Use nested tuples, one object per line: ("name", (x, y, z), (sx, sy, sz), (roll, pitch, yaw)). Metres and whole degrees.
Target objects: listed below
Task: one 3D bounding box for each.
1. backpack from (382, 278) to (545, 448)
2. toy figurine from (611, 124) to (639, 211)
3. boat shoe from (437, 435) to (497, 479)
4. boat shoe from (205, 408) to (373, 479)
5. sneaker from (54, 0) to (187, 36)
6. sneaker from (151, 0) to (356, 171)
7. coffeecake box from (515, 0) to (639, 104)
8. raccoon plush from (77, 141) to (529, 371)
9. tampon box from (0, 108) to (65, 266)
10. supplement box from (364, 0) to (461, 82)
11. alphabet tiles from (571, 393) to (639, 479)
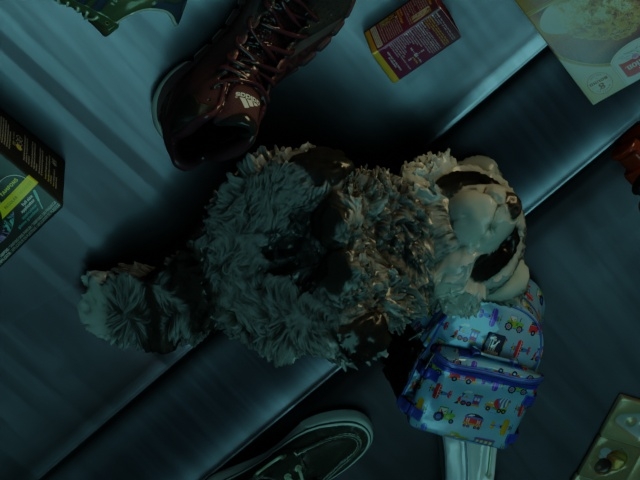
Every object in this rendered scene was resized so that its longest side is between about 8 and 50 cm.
("backpack", (0.169, 0.118, 1.936), (0.158, 0.117, 0.173), (19, 111, -17))
("toy figurine", (0.416, -0.078, 1.807), (0.209, 0.213, 0.148), (-43, 102, 10))
("boat shoe", (0.177, 0.301, 2.050), (0.075, 0.083, 0.226), (-6, 117, -3))
("boat shoe", (-0.035, 0.267, 2.014), (0.219, 0.070, 0.078), (-31, 117, 9))
("sneaker", (-0.218, -0.235, 1.729), (0.192, 0.064, 0.086), (-6, 113, -7))
("sneaker", (-0.051, -0.168, 1.730), (0.106, 0.162, 0.281), (35, 109, -22))
("coffeecake box", (0.277, -0.247, 1.767), (0.142, 0.068, 0.185), (-30, 118, 23))
("raccoon plush", (0.000, 0.000, 1.854), (0.299, 0.446, 0.216), (-8, 98, -50))
("tampon box", (-0.351, -0.066, 1.782), (0.120, 0.101, 0.161), (-43, 114, 15))
("supplement box", (0.091, -0.204, 1.790), (0.083, 0.055, 0.043), (-34, 118, 12))
("alphabet tiles", (0.464, 0.296, 2.124), (0.342, 0.011, 0.285), (18, 115, -15))
